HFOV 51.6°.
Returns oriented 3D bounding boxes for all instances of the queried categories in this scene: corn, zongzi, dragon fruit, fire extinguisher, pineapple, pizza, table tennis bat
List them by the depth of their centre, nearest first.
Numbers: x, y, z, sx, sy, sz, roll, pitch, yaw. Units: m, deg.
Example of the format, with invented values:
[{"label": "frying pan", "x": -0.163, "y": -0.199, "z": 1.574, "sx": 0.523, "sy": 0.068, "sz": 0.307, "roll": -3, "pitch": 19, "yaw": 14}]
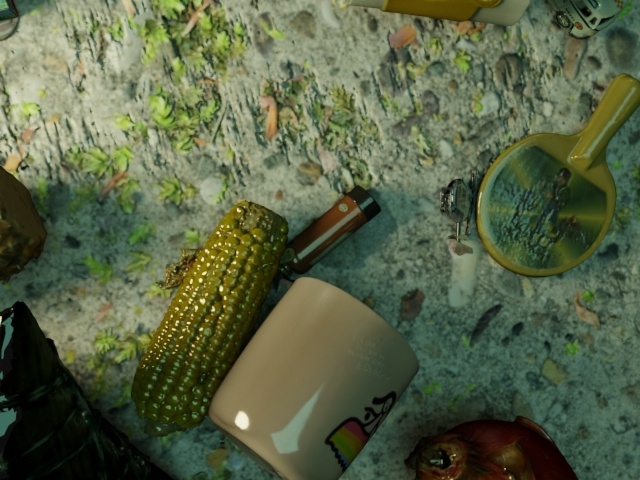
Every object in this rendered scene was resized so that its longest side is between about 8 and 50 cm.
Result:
[{"label": "pineapple", "x": -0.476, "y": 0.038, "z": 0.759, "sx": 0.309, "sy": 0.141, "sz": 0.170, "roll": -30, "pitch": 63, "yaw": -2}, {"label": "zongzi", "x": -0.303, "y": 0.276, "z": 0.793, "sx": 0.362, "sy": 0.319, "sz": 0.384, "roll": -7, "pitch": 81, "yaw": -49}, {"label": "corn", "x": -0.139, "y": 0.103, "z": 0.839, "sx": 0.119, "sy": 0.119, "sz": 0.322, "roll": 29, "pitch": 85, "yaw": -11}, {"label": "dragon fruit", "x": 0.235, "y": 0.352, "z": 0.868, "sx": 0.315, "sy": 0.250, "sz": 0.250, "roll": 43, "pitch": 88, "yaw": -8}, {"label": "pizza", "x": -0.182, "y": 0.037, "z": 0.874, "sx": 0.083, "sy": 0.016, "sz": 0.037, "roll": -38, "pitch": 94, "yaw": -3}, {"label": "fire extinguisher", "x": 0.000, "y": 0.000, "z": 0.881, "sx": 0.177, "sy": 0.062, "sz": 0.050, "roll": -40, "pitch": 130, "yaw": -4}, {"label": "table tennis bat", "x": 0.351, "y": -0.094, "z": 0.940, "sx": 0.198, "sy": 0.050, "sz": 0.321, "roll": 35, "pitch": 93, "yaw": -9}]

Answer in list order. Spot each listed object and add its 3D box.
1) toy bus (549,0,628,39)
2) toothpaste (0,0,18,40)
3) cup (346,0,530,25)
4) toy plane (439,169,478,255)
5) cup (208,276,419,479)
[{"label": "toy bus", "x": 0.339, "y": -0.367, "z": 0.885, "sx": 0.087, "sy": 0.089, "sz": 0.194, "roll": -39, "pitch": 101, "yaw": -4}, {"label": "toothpaste", "x": -0.463, "y": -0.258, "z": 0.783, "sx": 0.193, "sy": 0.044, "sz": 0.070, "roll": -18, "pitch": 98, "yaw": -7}, {"label": "cup", "x": 0.147, "y": -0.382, "z": 0.793, "sx": 0.225, "sy": 0.186, "sz": 0.241, "roll": 0, "pitch": 132, "yaw": -3}, {"label": "toy plane", "x": 0.194, "y": -0.039, "z": 0.924, "sx": 0.049, "sy": 0.031, "sz": 0.121, "roll": 2, "pitch": 92, "yaw": -18}, {"label": "cup", "x": -0.005, "y": 0.199, "z": 0.824, "sx": 0.200, "sy": 0.191, "sz": 0.253, "roll": -52, "pitch": 145, "yaw": -21}]
